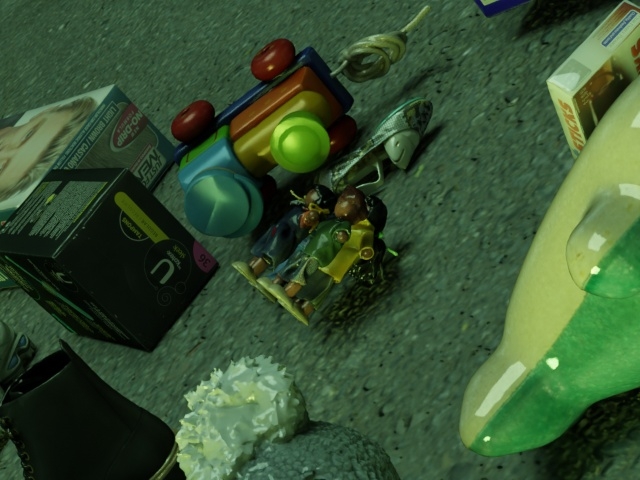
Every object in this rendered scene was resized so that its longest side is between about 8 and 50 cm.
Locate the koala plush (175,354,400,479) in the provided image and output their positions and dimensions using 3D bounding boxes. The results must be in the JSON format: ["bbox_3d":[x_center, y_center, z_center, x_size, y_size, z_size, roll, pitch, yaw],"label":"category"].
[{"bbox_3d":[-0.030,0.181,0.809,0.203,0.196,0.221,-24,33,54],"label":"koala plush"}]

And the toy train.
[{"bbox_3d":[-0.010,-0.102,1.303,0.248,0.105,0.143,-36,18,13],"label":"toy train"}]

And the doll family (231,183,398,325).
[{"bbox_3d":[0.000,0.000,1.183,0.111,0.076,0.193,-50,22,-5],"label":"doll family"}]

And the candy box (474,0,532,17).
[{"bbox_3d":[0.258,-0.343,1.274,0.268,0.122,0.317,-16,29,45],"label":"candy box"}]

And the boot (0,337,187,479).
[{"bbox_3d":[-0.203,0.167,1.133,0.198,0.137,0.077,-41,25,4],"label":"boot"}]

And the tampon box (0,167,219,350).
[{"bbox_3d":[-0.189,0.012,1.379,0.101,0.120,0.161,-52,27,-19],"label":"tampon box"}]

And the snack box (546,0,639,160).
[{"bbox_3d":[0.173,-0.059,0.915,0.064,0.178,0.022,-47,56,-9],"label":"snack box"}]

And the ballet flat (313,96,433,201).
[{"bbox_3d":[0.048,-0.064,1.265,0.114,0.041,0.041,-38,25,11],"label":"ballet flat"}]

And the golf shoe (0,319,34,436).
[{"bbox_3d":[-0.314,0.126,1.423,0.069,0.086,0.176,-31,29,20],"label":"golf shoe"}]

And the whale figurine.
[{"bbox_3d":[0.185,0.016,0.836,0.272,0.141,0.216,-56,-16,15],"label":"whale figurine"}]

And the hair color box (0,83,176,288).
[{"bbox_3d":[-0.317,-0.044,1.678,0.347,0.105,0.174,-8,42,50],"label":"hair color box"}]
